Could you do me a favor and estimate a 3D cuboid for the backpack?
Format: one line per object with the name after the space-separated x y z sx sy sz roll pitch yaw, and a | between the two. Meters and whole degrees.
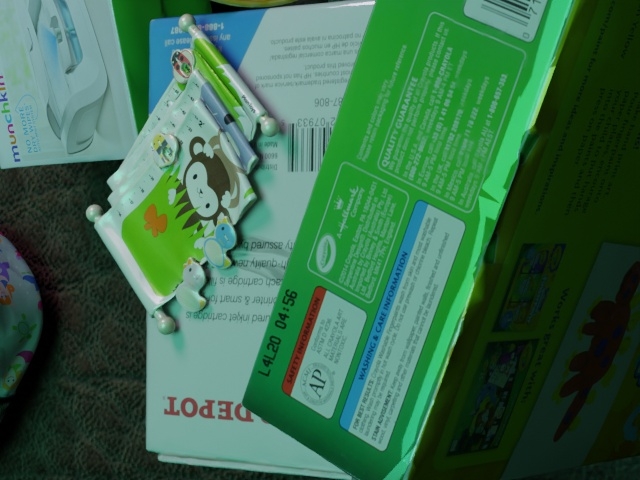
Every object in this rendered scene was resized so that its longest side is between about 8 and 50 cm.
-0.415 0.098 2.030 0.225 0.191 0.253 45 111 31 | backpack

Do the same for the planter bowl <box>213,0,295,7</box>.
-0.058 -0.290 1.726 0.217 0.090 0.217 0 73 0 | planter bowl

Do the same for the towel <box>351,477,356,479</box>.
0.138 0.369 1.557 0.271 0.040 0.370 11 115 22 | towel

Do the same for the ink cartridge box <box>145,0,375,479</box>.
0.000 0.000 1.695 0.285 0.166 0.394 1 90 40 | ink cartridge box

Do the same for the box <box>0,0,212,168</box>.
-0.220 -0.211 1.863 0.231 0.127 0.262 -1 103 45 | box

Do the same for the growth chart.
-0.118 -0.051 1.674 0.172 0.021 0.237 47 119 31 | growth chart

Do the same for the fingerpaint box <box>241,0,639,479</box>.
0.172 -0.057 1.425 0.163 0.371 0.444 28 108 34 | fingerpaint box

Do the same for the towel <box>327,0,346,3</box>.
0.096 -0.366 1.708 0.237 0.037 0.329 2 90 40 | towel
